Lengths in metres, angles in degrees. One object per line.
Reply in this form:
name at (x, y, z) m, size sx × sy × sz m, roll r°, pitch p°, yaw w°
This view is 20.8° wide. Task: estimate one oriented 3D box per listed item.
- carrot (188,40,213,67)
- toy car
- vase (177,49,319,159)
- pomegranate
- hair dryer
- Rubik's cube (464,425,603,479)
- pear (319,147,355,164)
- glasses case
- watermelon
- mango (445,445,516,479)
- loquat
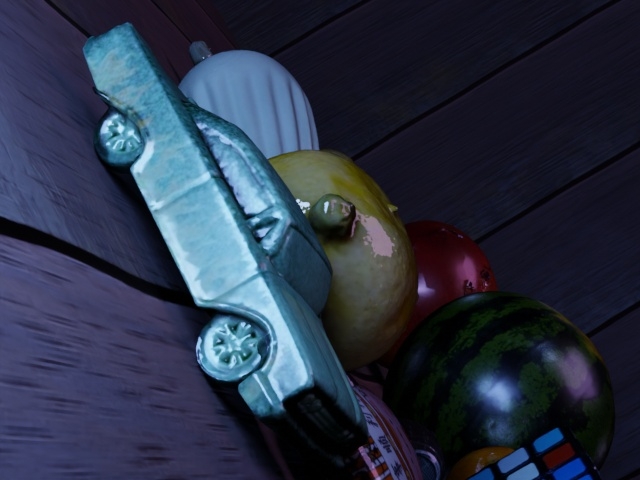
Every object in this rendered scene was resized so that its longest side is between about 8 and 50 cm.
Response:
carrot at (-0.072, -0.087, 2.003) m, size 0.336 × 0.069 × 0.069 m, roll 63°, pitch 4°, yaw 12°
toy car at (-0.060, -0.003, 1.164) m, size 0.320 × 0.097 × 0.141 m, roll 61°, pitch 5°, yaw 30°
vase at (-0.055, -0.048, 1.494) m, size 0.128 × 0.128 × 0.248 m, roll 55°, pitch 15°, yaw -48°
pomegranate at (0.132, 0.083, 2.328) m, size 0.210 × 0.210 × 0.235 m, roll 60°, pitch -28°, yaw 15°
hair dryer at (0.019, 0.133, 1.548) m, size 0.219 × 0.075 × 0.195 m, roll 51°, pitch -5°, yaw -11°
Rubik's cube at (0.187, 0.295, 1.441) m, size 0.187 × 0.182 × 0.184 m, roll 58°, pitch 3°, yaw -15°
pear at (0.000, 0.000, 1.646) m, size 0.167 × 0.137 × 0.167 m, roll 56°, pitch 9°, yaw -13°
glasses case at (0.032, 0.162, 1.308) m, size 0.103 × 0.067 × 0.267 m, roll 58°, pitch 3°, yaw 5°
watermelon at (0.191, 0.184, 1.876) m, size 0.269 × 0.269 × 0.269 m, roll 59°, pitch 4°, yaw -6°
mango at (0.196, 0.328, 1.722) m, size 0.289 × 0.129 × 0.146 m, roll 62°, pitch -11°, yaw -25°
loquat at (-0.004, 0.014, 1.303) m, size 0.204 × 0.149 × 0.172 m, roll 108°, pitch -35°, yaw -72°
